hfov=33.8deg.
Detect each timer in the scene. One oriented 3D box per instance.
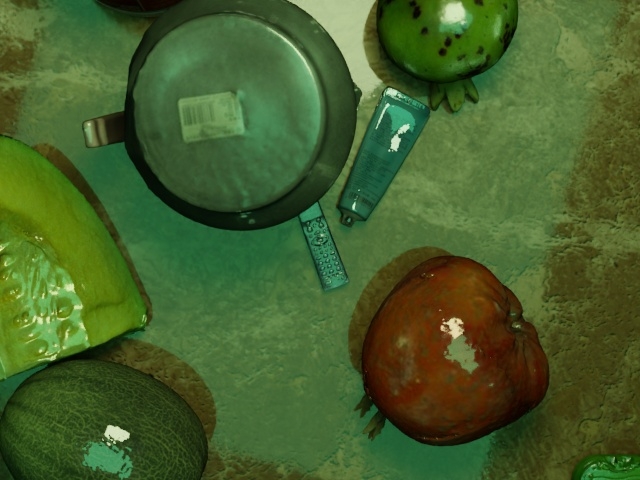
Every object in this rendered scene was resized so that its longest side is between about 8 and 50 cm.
[{"bbox_3d":[0.465,0.401,1.655,0.140,0.047,0.128,1,92,-3],"label":"timer"}]

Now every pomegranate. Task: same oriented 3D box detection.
[{"bbox_3d":[0.185,-0.308,1.550,0.211,0.211,0.263,-9,137,-2],"label":"pomegranate"}]

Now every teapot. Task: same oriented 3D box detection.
[{"bbox_3d":[-0.125,-0.175,1.448,0.376,0.362,0.305,-7,97,9],"label":"teapot"}]

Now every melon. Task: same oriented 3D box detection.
[{"bbox_3d":[-0.442,0.024,1.499,0.331,0.226,0.343,-16,94,-10],"label":"melon"},{"bbox_3d":[-0.315,0.295,1.520,0.302,0.237,0.237,24,92,-1],"label":"melon"}]

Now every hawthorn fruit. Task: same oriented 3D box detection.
[{"bbox_3d":[0.170,0.187,1.537,0.307,0.276,0.276,-40,94,14],"label":"hawthorn fruit"}]

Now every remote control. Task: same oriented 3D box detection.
[{"bbox_3d":[0.000,0.000,1.626,0.044,0.027,0.152,-20,95,-7],"label":"remote control"}]

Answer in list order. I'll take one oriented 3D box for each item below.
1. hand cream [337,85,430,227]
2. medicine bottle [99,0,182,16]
[{"bbox_3d":[0.087,-0.123,1.619,0.083,0.048,0.224,28,85,-4],"label":"hand cream"},{"bbox_3d":[-0.260,-0.456,1.484,0.253,0.241,0.252,0,92,-2],"label":"medicine bottle"}]
